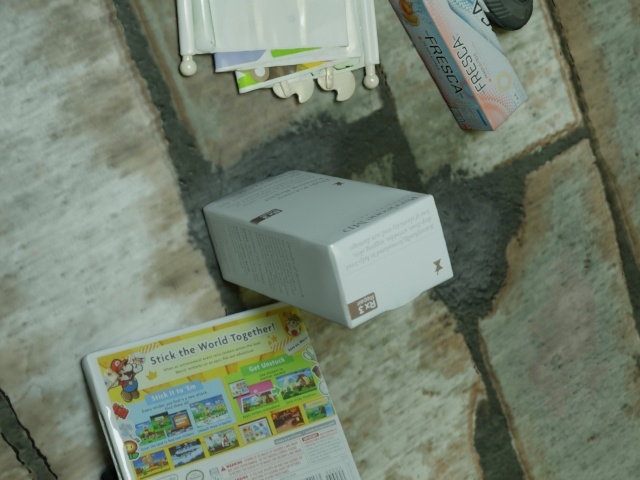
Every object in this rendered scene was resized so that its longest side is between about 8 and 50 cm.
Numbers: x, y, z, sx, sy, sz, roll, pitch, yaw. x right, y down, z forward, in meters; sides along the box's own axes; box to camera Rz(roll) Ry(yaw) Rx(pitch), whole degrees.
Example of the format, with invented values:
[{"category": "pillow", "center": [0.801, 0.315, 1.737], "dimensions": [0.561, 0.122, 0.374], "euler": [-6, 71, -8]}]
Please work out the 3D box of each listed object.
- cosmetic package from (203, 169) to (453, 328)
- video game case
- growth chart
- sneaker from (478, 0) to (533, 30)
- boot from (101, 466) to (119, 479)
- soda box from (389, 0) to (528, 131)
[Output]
[{"category": "cosmetic package", "center": [0.000, 0.000, 1.030], "dimensions": [0.117, 0.231, 0.085], "euler": [-26, 110, -28]}, {"category": "video game case", "center": [-0.088, 0.177, 1.071], "dimensions": [0.227, 0.026, 0.206], "euler": [-14, 77, -30]}, {"category": "growth chart", "center": [-0.038, -0.220, 1.098], "dimensions": [0.237, 0.021, 0.171], "euler": [-4, 100, -33]}, {"category": "sneaker", "center": [0.198, -0.335, 1.183], "dimensions": [0.078, 0.106, 0.234], "euler": [-20, 108, -28]}, {"category": "boot", "center": [-0.141, 0.250, 1.062], "dimensions": [0.121, 0.045, 0.099], "euler": [-14, 67, -25]}, {"category": "soda box", "center": [0.146, -0.204, 1.199], "dimensions": [0.063, 0.058, 0.183], "euler": [-44, 119, -20]}]
